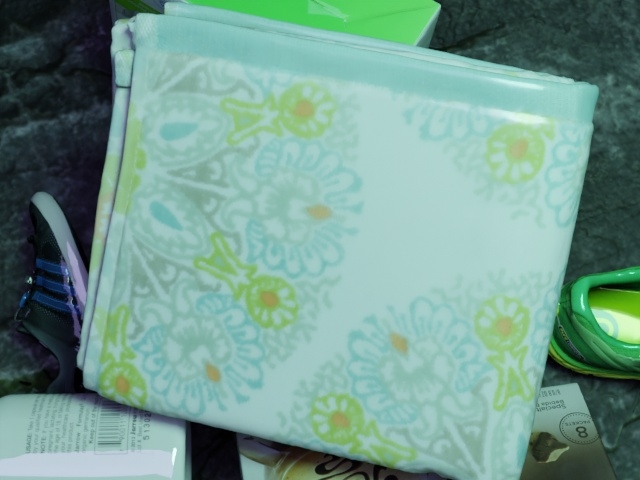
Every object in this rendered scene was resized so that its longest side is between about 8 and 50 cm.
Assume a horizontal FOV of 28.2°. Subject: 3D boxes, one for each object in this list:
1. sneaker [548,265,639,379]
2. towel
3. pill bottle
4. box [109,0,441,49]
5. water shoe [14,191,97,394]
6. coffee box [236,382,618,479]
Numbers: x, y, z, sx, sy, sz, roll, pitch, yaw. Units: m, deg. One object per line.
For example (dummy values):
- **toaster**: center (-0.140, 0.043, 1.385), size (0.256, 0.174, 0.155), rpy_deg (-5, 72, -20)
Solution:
- **sneaker**: center (0.346, 0.082, 1.135), size (0.296, 0.123, 0.109), rpy_deg (3, 71, -3)
- **towel**: center (0.000, 0.000, 0.985), size (0.375, 0.090, 0.320), rpy_deg (12, 104, 11)
- **pill bottle**: center (-0.224, 0.193, 1.063), size (0.229, 0.131, 0.131), rpy_deg (0, 71, -3)
- **box**: center (-0.050, -0.170, 1.141), size (0.262, 0.231, 0.126), rpy_deg (31, 70, 8)
- **water shoe**: center (-0.240, 0.052, 1.141), size (0.080, 0.073, 0.203), rpy_deg (-21, 73, -7)
- **coffee box**: center (0.090, 0.233, 1.042), size (0.297, 0.118, 0.168), rpy_deg (-7, 42, -5)
